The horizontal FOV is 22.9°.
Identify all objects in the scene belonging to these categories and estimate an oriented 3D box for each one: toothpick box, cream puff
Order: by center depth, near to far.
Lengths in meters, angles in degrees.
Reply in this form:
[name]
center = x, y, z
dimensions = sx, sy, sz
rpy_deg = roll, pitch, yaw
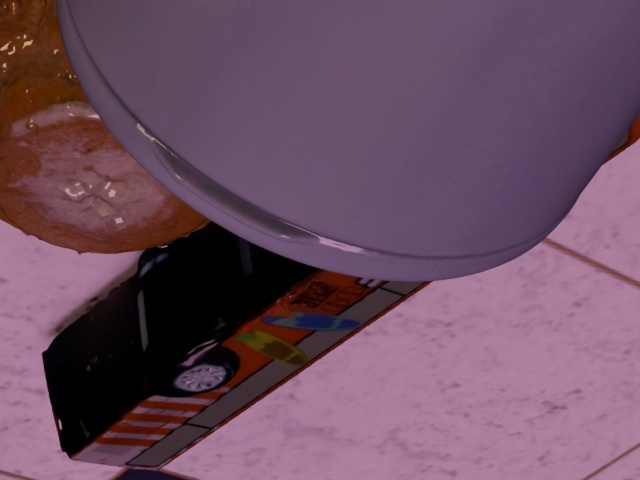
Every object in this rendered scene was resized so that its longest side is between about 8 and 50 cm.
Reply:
[toothpick box]
center = 0.076, -0.172, 0.551
dimensions = 0.263, 0.263, 0.354
rpy_deg = 8, 137, -22
[cream puff]
center = -0.100, -0.068, 0.740
dimensions = 0.150, 0.115, 0.165
rpy_deg = 24, 143, -34

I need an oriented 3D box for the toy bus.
[toy bus]
center = 0.000, 0.000, 0.873
dimensions = 0.409, 0.093, 0.092
rpy_deg = -36, 143, 30
